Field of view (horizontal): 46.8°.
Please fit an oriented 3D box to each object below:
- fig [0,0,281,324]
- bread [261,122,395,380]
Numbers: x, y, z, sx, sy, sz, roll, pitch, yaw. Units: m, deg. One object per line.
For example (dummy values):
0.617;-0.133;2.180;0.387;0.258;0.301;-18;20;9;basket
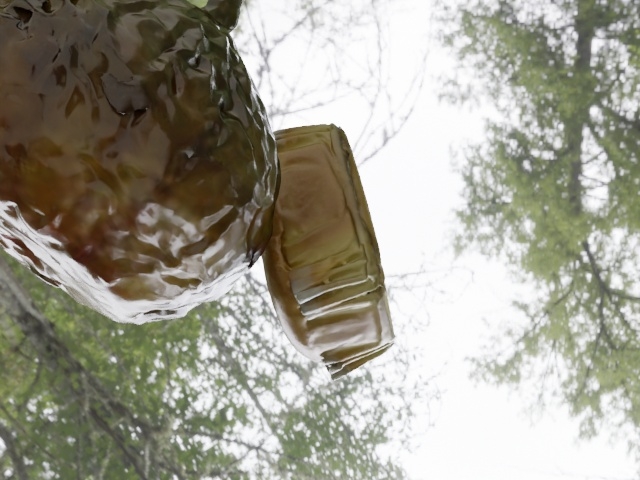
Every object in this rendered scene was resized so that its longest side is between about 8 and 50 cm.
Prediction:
-0.136;-0.131;0.604;0.286;0.286;0.368;15;-112;27;fig
0.000;0.000;0.714;0.107;0.136;0.241;-15;-135;4;bread
